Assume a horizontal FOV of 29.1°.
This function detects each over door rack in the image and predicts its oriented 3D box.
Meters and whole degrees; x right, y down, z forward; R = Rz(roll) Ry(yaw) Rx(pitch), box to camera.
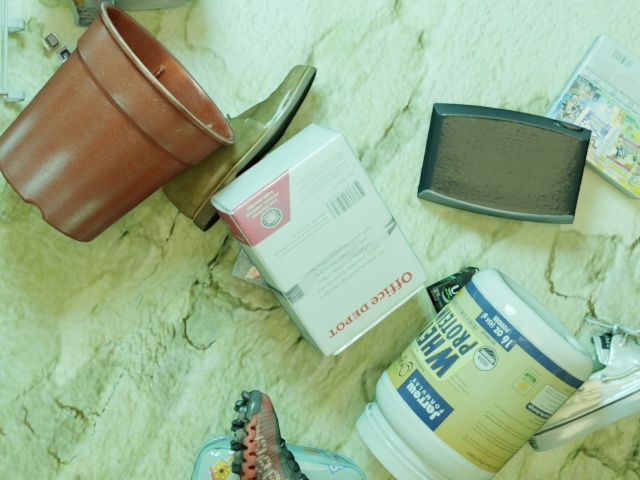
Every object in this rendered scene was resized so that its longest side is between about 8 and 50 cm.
[{"bbox_3d":[-0.603,-0.328,1.820,0.324,0.108,0.239,0,91,-27],"label":"over door rack"}]

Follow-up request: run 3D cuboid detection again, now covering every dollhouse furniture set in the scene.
[{"bbox_3d":[-0.354,-0.303,1.875,0.114,0.081,0.091,-35,94,-5],"label":"dollhouse furniture set"}]

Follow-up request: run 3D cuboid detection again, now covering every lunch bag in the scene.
[{"bbox_3d":[-0.079,0.425,1.898,0.279,0.108,0.224,9,91,-6],"label":"lunch bag"},{"bbox_3d":[-0.090,0.035,1.922,0.083,0.053,0.071,20,90,-16],"label":"lunch bag"}]

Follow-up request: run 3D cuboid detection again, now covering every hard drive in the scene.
[{"bbox_3d":[0.290,-0.119,1.940,0.255,0.054,0.172,10,99,1],"label":"hard drive"}]

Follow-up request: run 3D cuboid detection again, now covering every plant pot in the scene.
[{"bbox_3d":[-0.313,-0.156,1.793,0.265,0.272,0.272,-41,95,9],"label":"plant pot"}]

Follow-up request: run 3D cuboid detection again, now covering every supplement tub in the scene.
[{"bbox_3d":[0.227,0.223,1.855,0.228,0.228,0.316,41,99,-5],"label":"supplement tub"}]

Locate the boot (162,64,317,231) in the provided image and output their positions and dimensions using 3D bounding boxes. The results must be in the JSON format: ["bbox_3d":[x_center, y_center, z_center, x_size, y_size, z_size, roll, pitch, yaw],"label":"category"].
[{"bbox_3d":[-0.125,-0.167,1.896,0.115,0.112,0.305,40,88,5],"label":"boot"}]

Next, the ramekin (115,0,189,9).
[{"bbox_3d":[-0.286,-0.444,1.800,0.273,0.273,0.127,1,77,-6],"label":"ramekin"}]

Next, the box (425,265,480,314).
[{"bbox_3d":[0.220,0.085,1.957,0.083,0.052,0.062,-25,94,-7],"label":"box"}]

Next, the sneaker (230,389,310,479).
[{"bbox_3d":[-0.061,0.349,1.794,0.135,0.097,0.276,-5,94,-6],"label":"sneaker"}]

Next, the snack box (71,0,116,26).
[{"bbox_3d":[-0.337,-0.359,1.828,0.064,0.178,0.022,1,76,-7],"label":"snack box"}]

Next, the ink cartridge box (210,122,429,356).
[{"bbox_3d":[0.000,0.000,1.852,0.207,0.117,0.283,-37,113,-10],"label":"ink cartridge box"}]

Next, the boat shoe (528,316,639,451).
[{"bbox_3d":[0.470,0.188,1.957,0.367,0.136,0.156,-26,90,4],"label":"boat shoe"}]

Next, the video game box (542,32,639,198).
[{"bbox_3d":[0.481,-0.198,1.988,0.205,0.048,0.187,35,85,-5],"label":"video game box"}]
